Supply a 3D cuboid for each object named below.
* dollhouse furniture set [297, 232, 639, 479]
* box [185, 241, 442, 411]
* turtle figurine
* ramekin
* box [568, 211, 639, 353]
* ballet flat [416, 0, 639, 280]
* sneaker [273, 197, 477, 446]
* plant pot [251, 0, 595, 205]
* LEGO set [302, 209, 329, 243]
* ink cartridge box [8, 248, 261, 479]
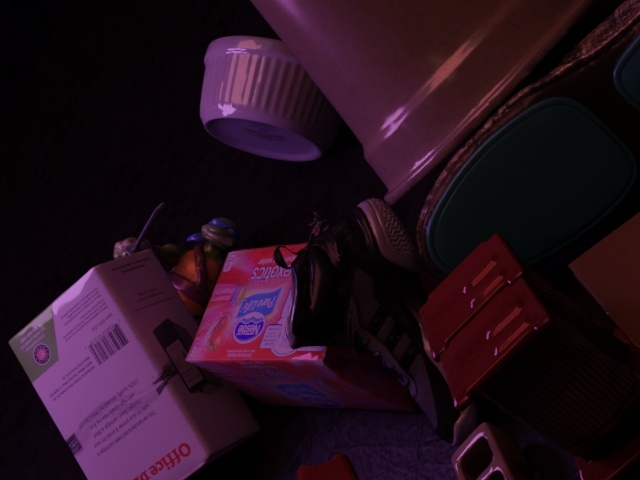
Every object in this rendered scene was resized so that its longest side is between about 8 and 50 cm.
[{"bbox_3d":[0.127,0.201,1.537,0.374,0.201,0.152,-48,30,18],"label":"dollhouse furniture set"},{"bbox_3d":[-0.004,0.101,1.907,0.300,0.142,0.154,-7,56,56],"label":"box"},{"bbox_3d":[-0.190,0.089,2.161,0.266,0.197,0.274,-63,23,2],"label":"turtle figurine"},{"bbox_3d":[-0.065,-0.184,2.234,0.207,0.207,0.109,-6,66,56],"label":"ramekin"},{"bbox_3d":[0.340,0.005,1.521,0.201,0.021,0.164,-37,31,4],"label":"box"},{"bbox_3d":[0.294,-0.141,1.695,0.483,0.164,0.182,-45,8,14],"label":"ballet flat"},{"bbox_3d":[0.050,0.103,1.702,0.153,0.269,0.101,-23,-5,-9],"label":"sneaker"},{"bbox_3d":[0.084,-0.262,1.827,0.334,0.305,0.334,-46,1,1],"label":"plant pot"},{"bbox_3d":[-0.001,0.002,2.138,0.054,0.023,0.083,-6,71,59],"label":"LEGO set"},{"bbox_3d":[-0.231,0.181,2.065,0.198,0.273,0.114,-38,-10,34],"label":"ink cartridge box"}]
